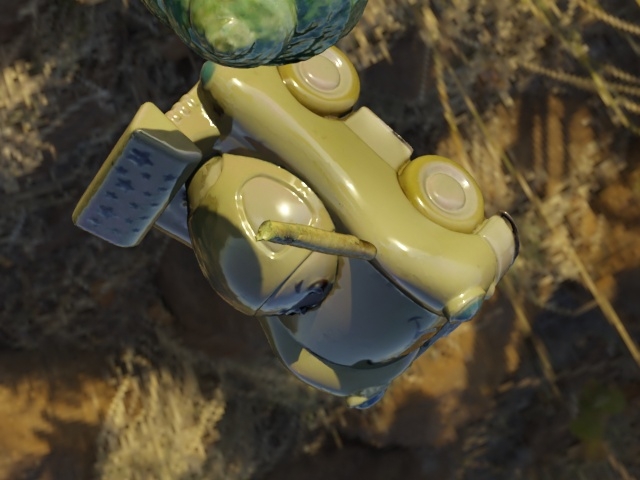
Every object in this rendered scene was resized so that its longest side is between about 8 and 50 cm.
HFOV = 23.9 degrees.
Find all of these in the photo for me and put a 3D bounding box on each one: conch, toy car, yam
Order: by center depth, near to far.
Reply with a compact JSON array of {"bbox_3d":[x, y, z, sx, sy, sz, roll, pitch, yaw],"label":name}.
[{"bbox_3d":[0.000,0.000,0.805,0.014,0.014,0.107,-43,153,22],"label":"yam"},{"bbox_3d":[-0.051,-0.176,1.020,0.176,0.188,0.122,2,96,5],"label":"conch"},{"bbox_3d":[-0.024,-0.005,1.386,0.226,0.336,0.242,-43,177,-43],"label":"toy car"}]
